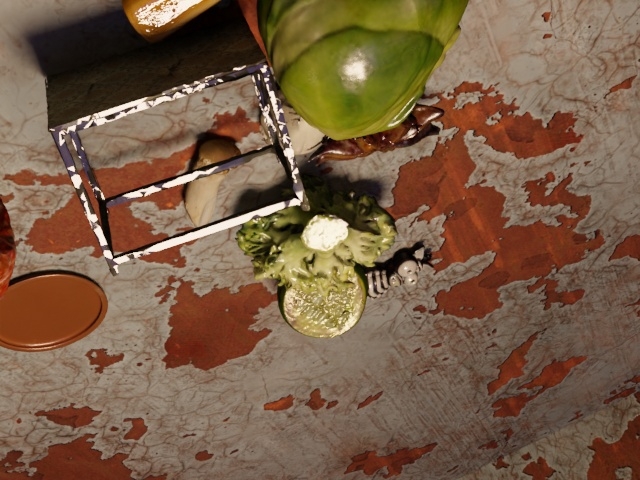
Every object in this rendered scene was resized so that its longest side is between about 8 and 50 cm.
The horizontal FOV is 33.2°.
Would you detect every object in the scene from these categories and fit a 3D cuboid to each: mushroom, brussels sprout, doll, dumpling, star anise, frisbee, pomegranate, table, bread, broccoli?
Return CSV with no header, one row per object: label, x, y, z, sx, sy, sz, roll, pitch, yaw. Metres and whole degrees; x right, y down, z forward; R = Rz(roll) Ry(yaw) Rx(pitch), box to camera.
mushroom,-0.207,-0.103,1.983,0.084,0.071,0.209,-36,161,-42
brussels sprout,0.050,-0.330,1.653,0.315,0.276,0.371,-31,158,-46
doll,0.154,0.079,2.398,0.219,0.067,0.091,-25,133,0
dumpling,-0.030,-0.217,1.895,0.136,0.118,0.199,-17,179,-23
star anise,0.093,-0.205,1.926,0.272,0.102,0.272,-15,176,-1
frisbee,-0.551,0.144,2.148,0.251,0.021,0.250,-15,144,-11
pomegranate,-0.024,0.088,2.249,0.241,0.159,0.190,15,110,-16
table,-0.227,-0.153,1.710,0.335,0.222,0.272,-19,121,-5
bread,-0.184,-0.393,1.619,0.239,0.074,0.092,-30,127,8
broccoli,0.000,0.000,2.044,0.288,0.245,0.248,-35,99,-1

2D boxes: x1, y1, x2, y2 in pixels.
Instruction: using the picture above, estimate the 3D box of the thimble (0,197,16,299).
thimble,-0.667,0.030,1.686,0.350,0.350,0.230,5,135,-32
